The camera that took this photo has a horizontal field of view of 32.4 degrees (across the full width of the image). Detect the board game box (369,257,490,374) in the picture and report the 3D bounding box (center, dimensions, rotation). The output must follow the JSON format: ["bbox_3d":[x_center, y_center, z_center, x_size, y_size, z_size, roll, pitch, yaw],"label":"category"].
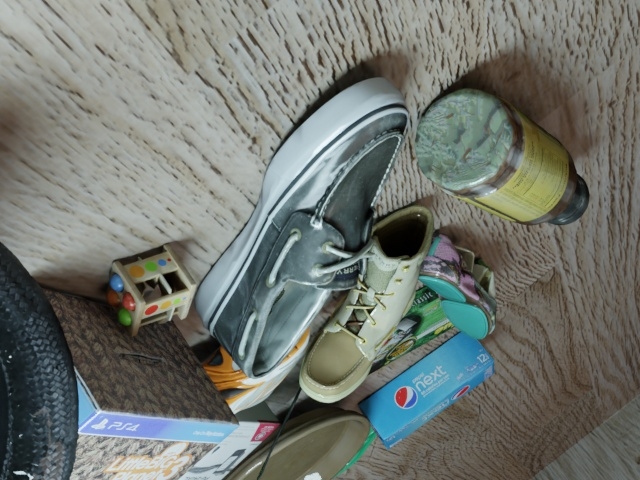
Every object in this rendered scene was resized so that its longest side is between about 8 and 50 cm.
[{"bbox_3d":[0.111,0.121,1.501,0.260,0.030,0.136,-26,150,-23],"label":"board game box"}]

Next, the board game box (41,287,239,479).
[{"bbox_3d":[-0.264,0.199,1.009,0.291,0.141,0.232,-43,155,12],"label":"board game box"}]

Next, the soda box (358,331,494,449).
[{"bbox_3d":[0.166,0.229,1.704,0.210,0.071,0.067,-34,156,-7],"label":"soda box"}]

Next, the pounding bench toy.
[{"bbox_3d":[-0.161,0.056,1.004,0.065,0.052,0.083,-20,150,-33],"label":"pounding bench toy"}]

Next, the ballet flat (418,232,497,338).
[{"bbox_3d":[0.183,0.055,1.410,0.221,0.077,0.079,46,62,-53],"label":"ballet flat"}]

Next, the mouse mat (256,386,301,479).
[{"bbox_3d":[-0.032,0.200,1.374,0.189,0.007,0.152,112,4,-46],"label":"mouse mat"}]

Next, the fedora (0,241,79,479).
[{"bbox_3d":[-0.314,0.115,0.746,0.334,0.334,0.152,-39,-170,3],"label":"fedora"}]

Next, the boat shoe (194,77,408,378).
[{"bbox_3d":[0.000,0.000,1.040,0.121,0.119,0.335,-11,144,-44],"label":"boat shoe"}]

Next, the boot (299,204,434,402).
[{"bbox_3d":[0.053,0.069,1.237,0.213,0.077,0.165,-48,163,-35],"label":"boot"}]

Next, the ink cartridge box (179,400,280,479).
[{"bbox_3d":[-0.140,0.250,1.348,0.150,0.063,0.109,-45,155,13],"label":"ink cartridge box"}]

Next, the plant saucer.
[{"bbox_3d":[-0.052,0.325,1.563,0.278,0.041,0.278,-29,152,-17],"label":"plant saucer"}]

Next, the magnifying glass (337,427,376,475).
[{"bbox_3d":[0.072,0.317,1.792,0.231,0.026,0.092,-44,154,19],"label":"magnifying glass"}]

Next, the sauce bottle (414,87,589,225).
[{"bbox_3d":[0.215,-0.075,1.209,0.111,0.111,0.344,-44,155,14],"label":"sauce bottle"}]

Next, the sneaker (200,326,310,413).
[{"bbox_3d":[-0.113,0.170,1.217,0.262,0.099,0.121,-34,159,-4],"label":"sneaker"}]
